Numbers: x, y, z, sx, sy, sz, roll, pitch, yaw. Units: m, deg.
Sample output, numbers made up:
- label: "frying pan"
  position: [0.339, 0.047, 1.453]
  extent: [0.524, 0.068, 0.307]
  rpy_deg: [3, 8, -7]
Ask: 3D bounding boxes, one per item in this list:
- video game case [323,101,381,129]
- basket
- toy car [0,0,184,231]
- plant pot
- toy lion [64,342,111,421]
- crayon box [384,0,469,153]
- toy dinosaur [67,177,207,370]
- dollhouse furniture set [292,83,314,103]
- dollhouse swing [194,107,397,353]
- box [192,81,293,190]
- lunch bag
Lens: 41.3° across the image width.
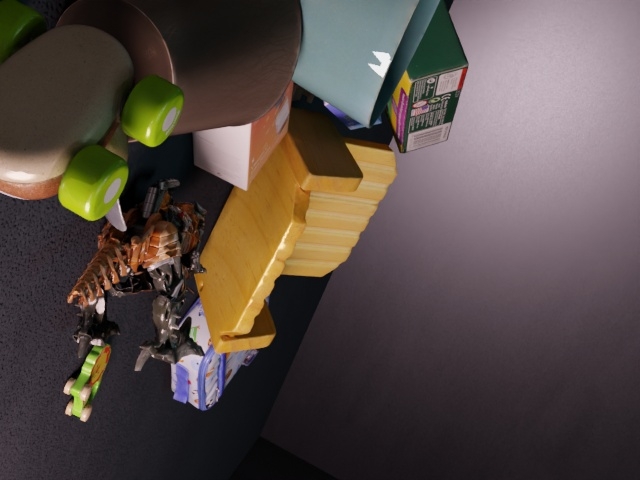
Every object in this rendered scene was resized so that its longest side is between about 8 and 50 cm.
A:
- label: "video game case"
  position: [0.036, -0.310, 1.304]
  extent: [0.269, 0.061, 0.244]
  rpy_deg: [-3, 84, -80]
- label: "basket"
  position: [-0.136, -0.181, 0.818]
  extent: [0.227, 0.154, 0.204]
  rpy_deg: [-42, 151, -58]
- label: "toy car"
  position: [-0.210, -0.069, 0.691]
  extent: [0.149, 0.155, 0.188]
  rpy_deg: [-58, 175, -29]
- label: "plant pot"
  position: [0.017, -0.312, 0.986]
  extent: [0.292, 0.235, 0.293]
  rpy_deg: [-63, 175, -9]
- label: "toy lion"
  position: [-0.328, 0.195, 1.215]
  extent: [0.100, 0.034, 0.096]
  rpy_deg: [108, 5, -49]
- label: "crayon box"
  position: [0.142, -0.357, 1.469]
  extent: [0.363, 0.106, 0.312]
  rpy_deg: [75, -2, -78]
- label: "toy dinosaur"
  position: [-0.231, 0.032, 1.054]
  extent: [0.322, 0.164, 0.218]
  rpy_deg: [-9, 113, -57]
- label: "dollhouse furniture set"
  position: [0.028, -0.273, 1.458]
  extent: [0.101, 0.161, 0.182]
  rpy_deg: [-66, 172, 17]
- label: "dollhouse swing"
  position: [0.000, 0.000, 1.429]
  extent: [0.346, 0.305, 0.315]
  rpy_deg: [-60, -149, 25]
- label: "box"
  position: [-0.107, -0.177, 1.180]
  extent: [0.130, 0.091, 0.170]
  rpy_deg: [-58, 171, -28]
- label: "lunch bag"
  position: [-0.207, 0.208, 1.705]
  extent: [0.243, 0.115, 0.303]
  rpy_deg: [-56, 168, -30]
